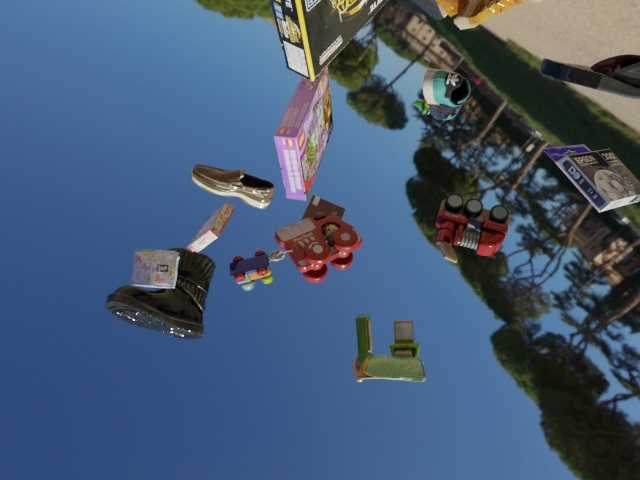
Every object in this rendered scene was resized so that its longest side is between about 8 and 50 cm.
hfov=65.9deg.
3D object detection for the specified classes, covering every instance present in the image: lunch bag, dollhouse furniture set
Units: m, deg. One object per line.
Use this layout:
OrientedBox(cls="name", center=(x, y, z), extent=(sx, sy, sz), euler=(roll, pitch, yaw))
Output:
OrientedBox(cls="lunch bag", center=(-0.306, 0.053, 0.922), extent=(0.083, 0.071, 0.053), euler=(3, 172, 17))
OrientedBox(cls="dollhouse furniture set", center=(0.200, 0.306, 1.456), extent=(0.197, 0.151, 0.301), euler=(-3, 178, 9))

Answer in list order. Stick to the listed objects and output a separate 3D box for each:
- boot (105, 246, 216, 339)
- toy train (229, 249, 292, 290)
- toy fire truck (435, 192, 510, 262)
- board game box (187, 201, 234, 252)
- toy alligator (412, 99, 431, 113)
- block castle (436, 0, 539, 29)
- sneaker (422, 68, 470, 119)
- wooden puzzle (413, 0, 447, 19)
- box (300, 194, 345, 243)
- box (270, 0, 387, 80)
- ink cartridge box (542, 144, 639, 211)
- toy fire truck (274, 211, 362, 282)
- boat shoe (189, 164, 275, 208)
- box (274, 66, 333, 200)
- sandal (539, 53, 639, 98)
OrientedBox(cls="boot", center=(-0.457, 0.128, 1.451), extent=(0.348, 0.131, 0.260), euler=(41, -134, -53))
OrientedBox(cls="toy train", center=(-0.212, 0.114, 1.904), extent=(0.143, 0.247, 0.105), euler=(74, -179, -52))
OrientedBox(cls="toy fire truck", center=(0.459, -0.009, 1.537), extent=(0.217, 0.158, 0.246), euler=(17, -113, 13))
OrientedBox(cls="board game box", center=(-0.425, -0.050, 1.923), extent=(0.045, 0.146, 0.193), euler=(45, -145, -20))
OrientedBox(cls="toy alligator", center=(0.420, -0.476, 1.739), extent=(0.189, 0.051, 0.056), euler=(-7, -167, -2))
OrientedBox(cls="block castle", center=(0.283, -0.669, 0.972), extent=(0.453, 0.213, 0.303), euler=(37, 173, -20))
OrientedBox(cls="sneaker", center=(0.418, -0.452, 1.572), extent=(0.121, 0.108, 0.302), euler=(14, -178, 26))
OrientedBox(cls="wooden puzzle", center=(0.350, -0.899, 1.462), extent=(0.322, 0.348, 0.080), euler=(38, -153, -4))
OrientedBox(cls="box", center=(-0.001, -0.076, 2.298), extent=(0.167, 0.169, 0.203), euler=(24, 162, 2))
OrientedBox(cls="box", center=(0.037, -0.497, 0.894), extent=(0.079, 0.322, 0.257), euler=(31, 160, 24))
OrientedBox(cls="ink cartridge box", center=(0.678, -0.171, 1.215), extent=(0.206, 0.045, 0.208), euler=(-12, -121, -34))
OrientedBox(cls="toy fire truck", center=(0.000, 0.000, 1.967), extent=(0.302, 0.169, 0.254), euler=(-25, -119, -20))
OrientedBox(cls="boat shoe", center=(-0.258, -0.185, 1.492), extent=(0.257, 0.095, 0.095), euler=(17, -141, -26))
OrientedBox(cls="box", center=(-0.033, -0.275, 1.246), extent=(0.057, 0.201, 0.293), euler=(8, -127, 14))
OrientedBox(cls="sandal", center=(0.811, -0.448, 1.321), extent=(0.445, 0.107, 0.168), euler=(6, -152, -15))
